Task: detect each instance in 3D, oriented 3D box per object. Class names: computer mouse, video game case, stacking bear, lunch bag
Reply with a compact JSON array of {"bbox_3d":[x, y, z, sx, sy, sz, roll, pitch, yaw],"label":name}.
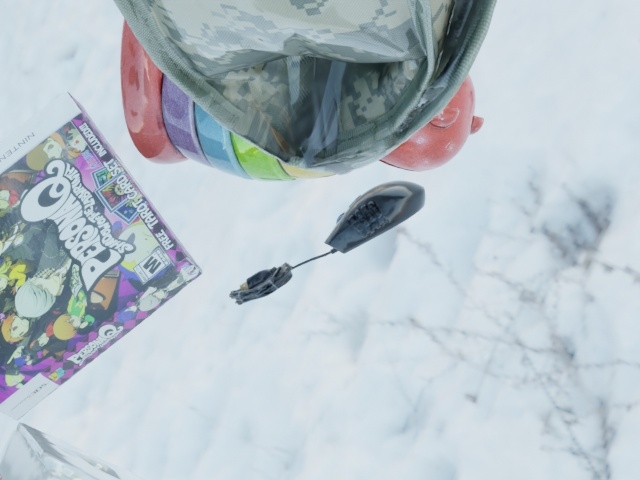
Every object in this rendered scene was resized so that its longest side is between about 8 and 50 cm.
[{"bbox_3d":[0.000,0.000,1.380,0.242,0.041,0.071,-29,8,24],"label":"computer mouse"},{"bbox_3d":[-0.249,0.008,1.250,0.210,0.042,0.232,-38,61,1],"label":"video game case"},{"bbox_3d":[-0.008,-0.127,1.191,0.289,0.175,0.164,8,86,23],"label":"stacking bear"},{"bbox_3d":[0.009,-0.186,0.580,0.169,0.287,0.235,10,70,20],"label":"lunch bag"}]

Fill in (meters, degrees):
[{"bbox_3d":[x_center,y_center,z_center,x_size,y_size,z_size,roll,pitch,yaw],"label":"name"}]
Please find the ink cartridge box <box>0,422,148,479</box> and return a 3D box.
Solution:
[{"bbox_3d":[-0.120,0.230,0.537,0.289,0.122,0.211,-66,13,-9],"label":"ink cartridge box"}]
